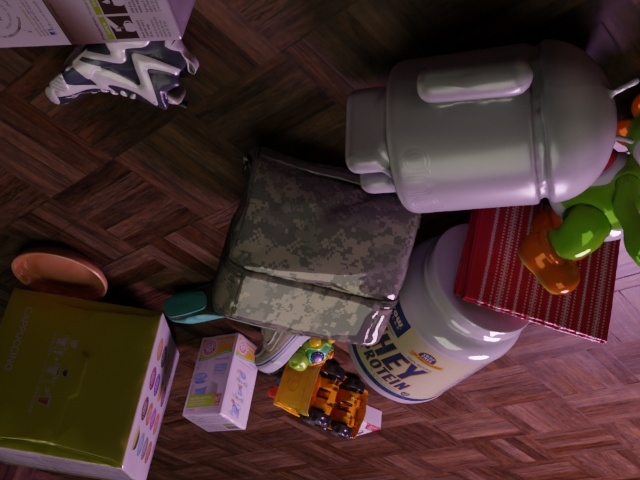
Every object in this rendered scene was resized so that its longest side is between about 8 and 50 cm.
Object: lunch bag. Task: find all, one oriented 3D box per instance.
[{"bbox_3d":[0.000,0.000,1.183,0.304,0.213,0.256,15,119,-7],"label":"lunch bag"}]

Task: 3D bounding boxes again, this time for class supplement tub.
[{"bbox_3d":[0.210,0.135,1.313,0.235,0.236,0.325,18,145,-14],"label":"supplement tub"}]

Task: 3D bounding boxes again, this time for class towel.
[{"bbox_3d":[0.352,0.037,1.179,0.274,0.199,0.031,18,164,-14],"label":"towel"}]

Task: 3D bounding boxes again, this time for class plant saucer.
[{"bbox_3d":[-0.547,0.068,1.560,0.199,0.037,0.200,6,145,4],"label":"plant saucer"}]

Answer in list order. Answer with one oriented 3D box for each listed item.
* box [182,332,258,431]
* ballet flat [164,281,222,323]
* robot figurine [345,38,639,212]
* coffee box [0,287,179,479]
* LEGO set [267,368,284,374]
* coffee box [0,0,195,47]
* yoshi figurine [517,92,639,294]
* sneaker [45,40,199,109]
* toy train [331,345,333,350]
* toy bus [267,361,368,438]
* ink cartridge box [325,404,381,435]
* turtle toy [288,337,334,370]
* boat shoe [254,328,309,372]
[{"bbox_3d":[-0.228,0.333,1.732,0.114,0.203,0.103,-11,141,29],"label":"box"},{"bbox_3d":[-0.212,0.127,1.552,0.247,0.083,0.087,-12,166,27],"label":"ballet flat"},{"bbox_3d":[0.211,-0.141,0.935,0.353,0.200,0.300,-4,164,19],"label":"robot figurine"},{"bbox_3d":[-0.536,0.339,1.654,0.337,0.338,0.334,10,155,0],"label":"coffee box"},{"bbox_3d":[-0.123,0.324,1.856,0.054,0.024,0.083,-1,145,13],"label":"LEGO set"},{"bbox_3d":[-0.290,-0.315,0.818,0.297,0.168,0.119,0,145,11],"label":"coffee box"},{"bbox_3d":[0.460,-0.062,1.014,0.202,0.204,0.362,6,141,-34],"label":"yoshi figurine"},{"bbox_3d":[-0.263,-0.220,1.016,0.235,0.094,0.153,-30,123,30],"label":"sneaker"},{"bbox_3d":[0.001,0.265,1.750,0.023,0.017,0.083,17,147,-32],"label":"toy train"},{"bbox_3d":[-0.018,0.397,1.852,0.211,0.150,0.220,-4,149,41],"label":"toy bus"},{"bbox_3d":[0.088,0.496,2.036,0.099,0.056,0.135,28,141,-28],"label":"ink cartridge box"},{"bbox_3d":[-0.024,0.255,1.662,0.095,0.066,0.130,-25,167,40],"label":"turtle toy"},{"bbox_3d":[-0.077,0.187,1.595,0.094,0.109,0.302,35,133,-8],"label":"boat shoe"}]
